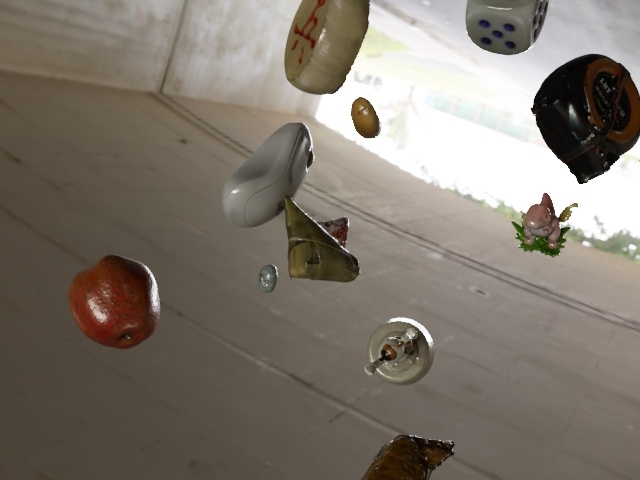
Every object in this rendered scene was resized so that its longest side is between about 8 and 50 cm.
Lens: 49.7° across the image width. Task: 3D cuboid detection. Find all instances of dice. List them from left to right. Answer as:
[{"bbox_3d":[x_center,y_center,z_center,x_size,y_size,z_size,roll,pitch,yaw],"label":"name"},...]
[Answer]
[{"bbox_3d":[0.522,-0.649,1.927,0.192,0.193,0.194,15,159,25],"label":"dice"}]

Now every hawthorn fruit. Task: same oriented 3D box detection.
[{"bbox_3d":[-0.400,0.124,1.365,0.189,0.189,0.189,18,-166,-5],"label":"hawthorn fruit"}]

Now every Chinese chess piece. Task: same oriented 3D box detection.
[{"bbox_3d":[0.011,-0.432,1.461,0.103,0.249,0.250,15,-165,-22],"label":"Chinese chess piece"}]

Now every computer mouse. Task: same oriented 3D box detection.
[{"bbox_3d":[-0.105,-0.146,1.634,0.121,0.184,0.297,36,-115,25],"label":"computer mouse"}]

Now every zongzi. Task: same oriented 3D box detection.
[{"bbox_3d":[0.000,0.000,1.408,0.160,0.078,0.176,12,-123,-38],"label":"zongzi"}]

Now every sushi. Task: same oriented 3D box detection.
[{"bbox_3d":[0.122,0.459,1.191,0.140,0.149,0.287,35,-134,17],"label":"sushi"}]

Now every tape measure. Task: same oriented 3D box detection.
[{"bbox_3d":[0.494,-0.235,1.280,0.202,0.223,0.135,53,150,-9],"label":"tape measure"}]

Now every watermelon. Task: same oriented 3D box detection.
[{"bbox_3d":[0.011,-0.021,1.744,0.187,0.139,0.071,32,154,36],"label":"watermelon"}]

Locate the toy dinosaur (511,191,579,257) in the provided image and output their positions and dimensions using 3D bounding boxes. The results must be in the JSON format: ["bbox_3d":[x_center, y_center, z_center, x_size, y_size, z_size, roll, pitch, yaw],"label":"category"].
[{"bbox_3d":[0.565,-0.057,1.807,0.152,0.177,0.194,21,-129,33],"label":"toy dinosaur"}]

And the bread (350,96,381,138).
[{"bbox_3d":[0.124,-0.337,1.933,0.114,0.077,0.189,54,-179,10],"label":"bread"}]

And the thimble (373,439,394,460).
[{"bbox_3d":[0.217,0.617,1.883,0.135,0.118,0.090,49,177,5],"label":"thimble"}]

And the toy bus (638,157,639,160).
[{"bbox_3d":[0.912,-0.147,1.736,0.133,0.271,0.165,-18,-160,47],"label":"toy bus"}]

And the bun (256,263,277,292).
[{"bbox_3d":[-0.151,0.106,1.941,0.045,0.083,0.083,4,-160,-28],"label":"bun"}]

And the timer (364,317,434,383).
[{"bbox_3d":[0.185,0.269,1.680,0.175,0.175,0.266,23,176,14],"label":"timer"}]
